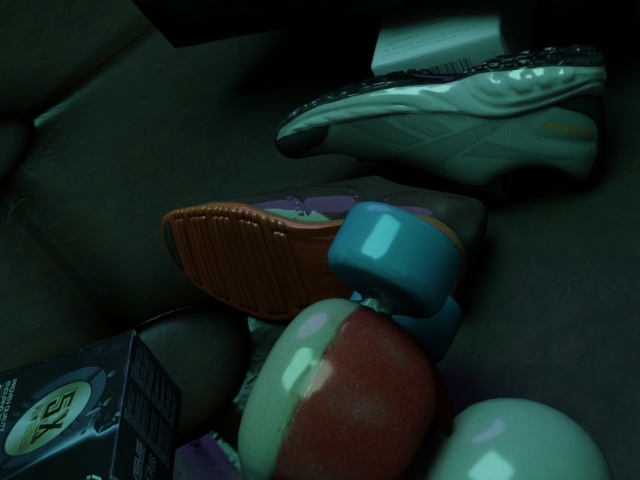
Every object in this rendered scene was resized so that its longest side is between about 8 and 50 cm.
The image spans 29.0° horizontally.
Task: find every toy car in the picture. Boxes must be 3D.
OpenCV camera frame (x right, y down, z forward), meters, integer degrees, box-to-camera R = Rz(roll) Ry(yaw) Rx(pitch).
[{"bbox_3d":[0.080,0.138,0.702,0.238,0.210,0.219,25,74,15],"label":"toy car"}]

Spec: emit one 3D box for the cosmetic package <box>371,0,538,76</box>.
[{"bbox_3d":[0.125,-0.204,1.086,0.117,0.085,0.231,-11,40,25],"label":"cosmetic package"}]

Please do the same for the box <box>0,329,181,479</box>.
[{"bbox_3d":[-0.188,0.171,0.886,0.147,0.077,0.180,-17,40,16],"label":"box"}]

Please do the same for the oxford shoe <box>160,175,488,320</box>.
[{"bbox_3d":[0.000,0.000,0.956,0.271,0.097,0.098,6,32,30],"label":"oxford shoe"}]

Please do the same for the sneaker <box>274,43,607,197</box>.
[{"bbox_3d":[0.086,-0.080,0.951,0.271,0.108,0.100,-3,15,27],"label":"sneaker"}]

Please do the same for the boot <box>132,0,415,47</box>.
[{"bbox_3d":[0.075,-0.334,1.100,0.445,0.146,0.367,-2,44,40],"label":"boot"}]
